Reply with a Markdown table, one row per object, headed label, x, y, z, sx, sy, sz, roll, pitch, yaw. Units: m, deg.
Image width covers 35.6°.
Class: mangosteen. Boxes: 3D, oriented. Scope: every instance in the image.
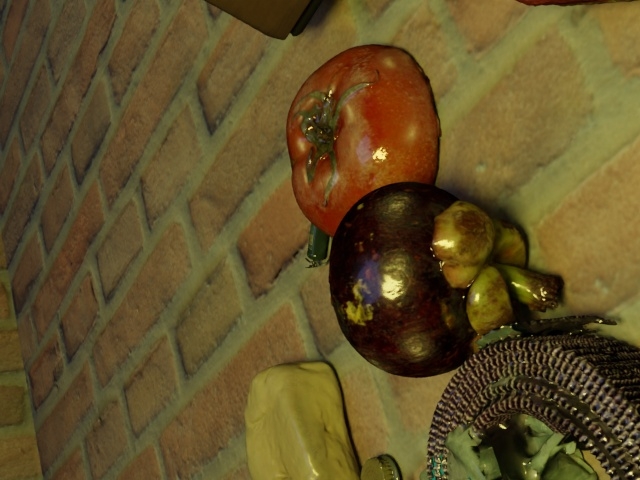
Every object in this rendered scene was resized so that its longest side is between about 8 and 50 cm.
| label | x | y | z | sx | sy | sz | roll | pitch | yaw |
| --- | --- | --- | --- | --- | --- | --- | --- | --- | --- |
| mangosteen | 0.116 | 0.035 | 0.940 | 0.217 | 0.192 | 0.192 | -5 | 87 | 20 |

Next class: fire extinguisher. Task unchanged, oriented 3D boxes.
| label | x | y | z | sx | sy | sz | roll | pitch | yaw |
| --- | --- | --- | --- | --- | --- | --- | --- | --- | --- |
| fire extinguisher | 0.000 | 0.000 | 1.250 | 0.038 | 0.025 | 0.083 | 20 | 111 | 32 |

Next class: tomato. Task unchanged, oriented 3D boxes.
| label | x | y | z | sx | sy | sz | roll | pitch | yaw |
| --- | --- | --- | --- | --- | --- | --- | --- | --- | --- |
| tomato | 0.030 | -0.107 | 1.127 | 0.237 | 0.095 | 0.236 | 3 | 94 | 59 |

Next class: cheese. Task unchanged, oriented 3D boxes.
| label | x | y | z | sx | sy | sz | roll | pitch | yaw |
| --- | --- | --- | --- | --- | --- | --- | --- | --- | --- |
| cheese | -0.019 | 0.274 | 1.236 | 0.159 | 0.093 | 0.262 | -46 | 53 | 46 |

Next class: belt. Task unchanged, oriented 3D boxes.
| label | x | y | z | sx | sy | sz | roll | pitch | yaw |
| --- | --- | --- | --- | --- | --- | --- | --- | --- | --- |
| belt | 0.217 | 0.226 | 0.819 | 0.260 | 0.122 | 0.324 | -57 | 48 | 34 |

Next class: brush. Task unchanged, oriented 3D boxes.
| label | x | y | z | sx | sy | sz | roll | pitch | yaw |
| --- | --- | --- | --- | --- | --- | --- | --- | --- | --- |
| brush | 0.116 | 0.337 | 1.077 | 0.266 | 0.027 | 0.062 | 52 | 134 | 44 |

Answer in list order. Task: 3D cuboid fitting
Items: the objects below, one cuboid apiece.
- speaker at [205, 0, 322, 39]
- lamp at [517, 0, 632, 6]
| label | x | y | z | sx | sy | sz | roll | pitch | yaw |
| --- | --- | --- | --- | --- | --- | --- | --- | --- | --- |
| speaker | -0.049 | -0.373 | 1.122 | 0.231 | 0.193 | 0.153 | -50 | 19 | 49 |
| lamp | 0.220 | -0.261 | 0.743 | 0.274 | 0.177 | 0.177 | 13 | 103 | 56 |
